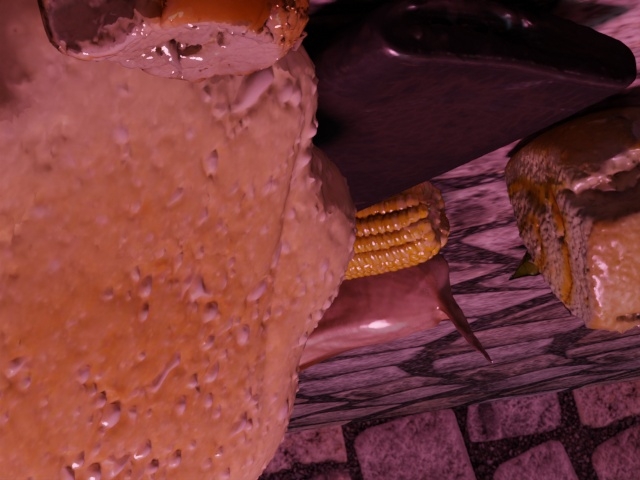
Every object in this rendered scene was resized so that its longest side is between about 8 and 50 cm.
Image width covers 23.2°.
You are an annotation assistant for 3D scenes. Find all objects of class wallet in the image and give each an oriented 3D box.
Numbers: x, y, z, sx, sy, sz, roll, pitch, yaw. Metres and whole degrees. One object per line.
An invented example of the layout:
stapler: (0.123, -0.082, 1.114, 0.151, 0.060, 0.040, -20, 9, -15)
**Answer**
wallet: (-0.007, -0.051, 0.813, 0.170, 0.044, 0.321, 3, 164, -39)

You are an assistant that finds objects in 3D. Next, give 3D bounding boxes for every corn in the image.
corn: (0.000, 0.000, 1.008, 0.165, 0.063, 0.085, -14, -168, 18)

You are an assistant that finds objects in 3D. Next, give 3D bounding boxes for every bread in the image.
bread: (-0.044, -0.093, 0.506, 0.077, 0.070, 0.083, -16, 170, 29)
bread: (-0.091, 0.038, 0.619, 0.054, 0.316, 0.316, 25, -169, 34)
bread: (0.171, -0.035, 0.938, 0.103, 0.156, 0.110, -16, 137, -8)

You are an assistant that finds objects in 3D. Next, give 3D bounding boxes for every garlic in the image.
garlic: (0.022, 0.045, 1.084, 0.198, 0.128, 0.090, -11, 153, 18)

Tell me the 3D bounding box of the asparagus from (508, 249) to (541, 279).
asparagus: (0.256, 0.015, 1.395, 0.236, 0.027, 0.034, -3, 146, -35)
